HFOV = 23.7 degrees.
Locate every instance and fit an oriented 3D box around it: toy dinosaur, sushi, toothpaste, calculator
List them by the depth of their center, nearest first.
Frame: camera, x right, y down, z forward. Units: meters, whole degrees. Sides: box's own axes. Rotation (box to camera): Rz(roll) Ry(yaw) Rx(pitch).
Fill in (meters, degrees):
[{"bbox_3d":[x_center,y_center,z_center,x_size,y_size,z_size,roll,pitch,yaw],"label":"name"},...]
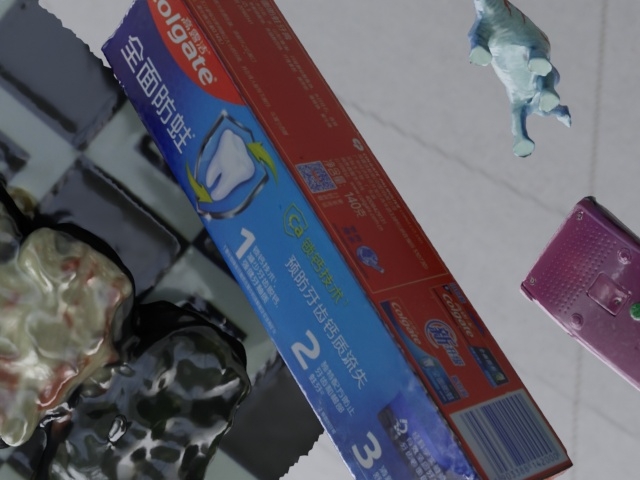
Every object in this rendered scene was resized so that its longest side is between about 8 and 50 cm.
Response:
[{"bbox_3d":[0.000,0.001,0.753,0.076,0.066,0.320,-48,64,41],"label":"toothpaste"},{"bbox_3d":[-0.163,0.053,0.854,0.373,0.296,0.100,44,178,-14],"label":"sushi"},{"bbox_3d":[0.296,0.058,1.500,0.190,0.126,0.034,41,-160,24],"label":"calculator"},{"bbox_3d":[0.209,-0.186,1.588,0.076,0.144,0.329,-20,134,22],"label":"toy dinosaur"}]
